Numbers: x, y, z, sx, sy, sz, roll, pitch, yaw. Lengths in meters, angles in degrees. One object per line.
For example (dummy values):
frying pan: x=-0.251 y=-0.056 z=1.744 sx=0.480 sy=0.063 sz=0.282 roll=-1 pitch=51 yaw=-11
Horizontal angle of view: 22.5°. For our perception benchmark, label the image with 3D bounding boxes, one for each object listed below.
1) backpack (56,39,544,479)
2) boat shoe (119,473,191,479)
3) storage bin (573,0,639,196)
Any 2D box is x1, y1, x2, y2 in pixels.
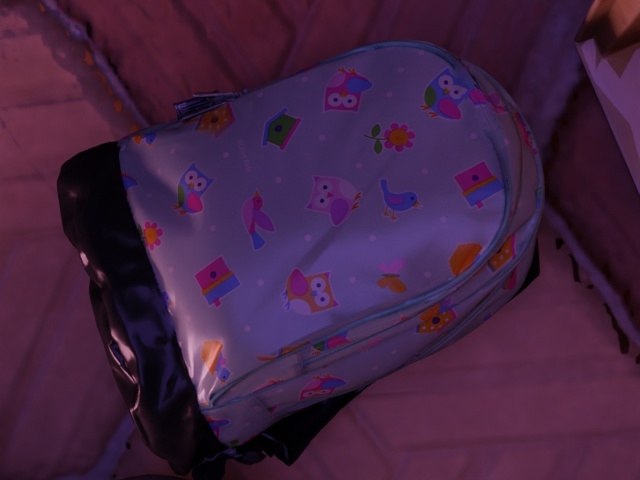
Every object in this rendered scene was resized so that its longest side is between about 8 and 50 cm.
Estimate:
backpack: x=0.000 y=0.000 z=0.629 sx=0.182 sy=0.115 sz=0.152 roll=-22 pitch=81 yaw=4
boat shoe: x=0.028 y=0.214 z=0.651 sx=0.324 sy=0.123 sz=0.116 roll=29 pitch=129 yaw=10
storage bin: x=0.195 y=0.019 z=0.527 sx=0.123 sy=0.260 sz=0.262 roll=-23 pitch=89 yaw=7
